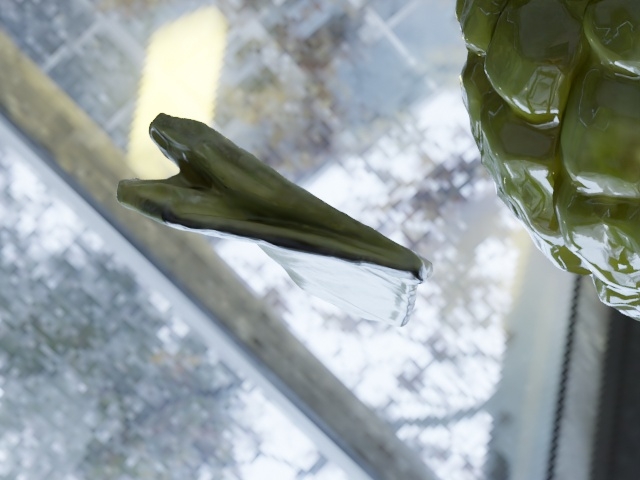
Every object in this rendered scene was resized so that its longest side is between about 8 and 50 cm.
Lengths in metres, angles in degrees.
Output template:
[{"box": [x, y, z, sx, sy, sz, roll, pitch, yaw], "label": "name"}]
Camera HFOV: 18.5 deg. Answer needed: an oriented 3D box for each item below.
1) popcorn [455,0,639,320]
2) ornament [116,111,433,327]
[{"box": [0.187, -0.077, 0.686, 0.270, 0.224, 0.258, -37, -137, -9], "label": "popcorn"}, {"box": [0.000, 0.000, 1.105, 0.180, 0.201, 0.059, 17, -98, 48], "label": "ornament"}]
